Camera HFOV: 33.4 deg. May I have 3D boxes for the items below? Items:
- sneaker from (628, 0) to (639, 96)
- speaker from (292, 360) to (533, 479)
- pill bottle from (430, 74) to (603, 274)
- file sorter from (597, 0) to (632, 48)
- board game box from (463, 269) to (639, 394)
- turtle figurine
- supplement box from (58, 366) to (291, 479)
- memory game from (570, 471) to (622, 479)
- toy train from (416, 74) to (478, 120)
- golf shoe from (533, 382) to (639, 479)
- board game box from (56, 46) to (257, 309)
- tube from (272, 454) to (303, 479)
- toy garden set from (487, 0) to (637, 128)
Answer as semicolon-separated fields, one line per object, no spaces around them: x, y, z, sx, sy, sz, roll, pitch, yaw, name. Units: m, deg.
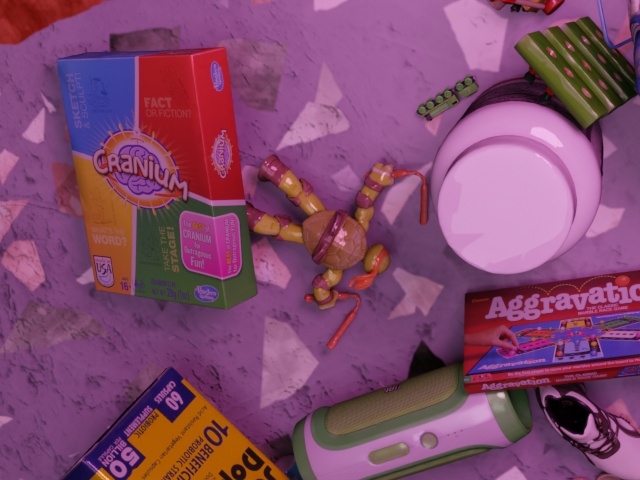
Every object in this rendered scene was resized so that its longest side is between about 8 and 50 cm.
0.403;-0.129;1.109;0.129;0.330;0.147;0;73;42;sneaker
0.117;0.241;1.385;0.296;0.131;0.131;-22;100;20;speaker
0.215;-0.073;1.157;0.176;0.318;0.176;4;107;14;pill bottle
0.388;-0.276;1.130;0.170;0.104;0.118;-2;108;43;file sorter
0.313;0.106;1.286;0.281;0.145;0.027;-9;133;17;board game box
0.000;0.000;1.361;0.217;0.087;0.270;28;112;5;turtle figurine
-0.167;0.384;1.441;0.356;0.194;0.195;44;136;-2;supplement box
0.388;0.392;1.424;0.186;0.012;0.186;4;107;14;memory game
0.156;-0.173;1.304;0.083;0.017;0.024;-31;108;21;toy train
0.340;0.245;1.347;0.198;0.094;0.077;42;111;-3;golf shoe
-0.209;-0.082;1.361;0.242;0.064;0.317;5;109;36;board game box
-0.007;0.402;1.515;0.080;0.052;0.207;-21;106;29;tube
0.245;-0.212;1.149;0.049;0.244;0.204;-43;82;31;toy garden set
